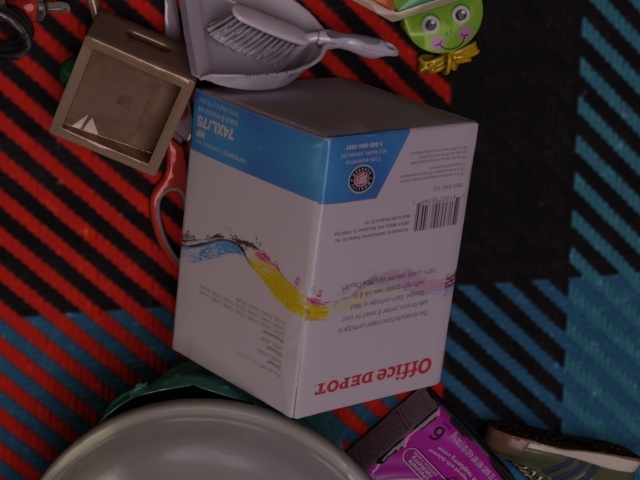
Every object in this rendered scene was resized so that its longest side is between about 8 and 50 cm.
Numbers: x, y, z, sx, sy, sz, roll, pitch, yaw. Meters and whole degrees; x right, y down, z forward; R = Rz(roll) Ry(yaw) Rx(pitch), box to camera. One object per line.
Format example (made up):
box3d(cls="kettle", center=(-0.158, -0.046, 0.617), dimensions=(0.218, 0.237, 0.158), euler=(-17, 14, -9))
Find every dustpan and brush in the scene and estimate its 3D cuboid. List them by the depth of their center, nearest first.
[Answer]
box3d(cls="dustpan and brush", center=(-0.025, -0.194, 1.594), dimensions=(0.211, 0.147, 0.060), euler=(15, 133, -28))

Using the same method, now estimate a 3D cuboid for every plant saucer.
box3d(cls="plant saucer", center=(-0.108, 0.348, 1.532), dimensions=(0.400, 0.100, 0.400), euler=(2, 103, 8))

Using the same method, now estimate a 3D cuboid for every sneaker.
box3d(cls="sneaker", center=(0.263, 0.261, 1.838), dimensions=(0.192, 0.064, 0.086), euler=(13, 100, -19))

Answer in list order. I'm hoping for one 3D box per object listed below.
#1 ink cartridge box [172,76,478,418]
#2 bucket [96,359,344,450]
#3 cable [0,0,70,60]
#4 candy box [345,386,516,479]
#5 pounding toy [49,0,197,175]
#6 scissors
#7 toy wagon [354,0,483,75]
box3d(cls="ink cartridge box", center=(0.000, 0.000, 1.589), dimensions=(0.198, 0.197, 0.270), euler=(-9, 113, -41))
box3d(cls="bucket", center=(-0.106, 0.251, 1.655), dimensions=(0.281, 0.183, 0.281), euler=(2, 102, 9))
box3d(cls="cable", center=(-0.374, -0.242, 1.552), dimensions=(0.287, 0.072, 0.139), euler=(2, 125, 0))
box3d(cls="candy box", center=(0.083, 0.293, 1.807), dimensions=(0.233, 0.071, 0.159), euler=(-42, 111, 5))
box3d(cls="pounding toy", center=(-0.193, -0.162, 1.585), dimensions=(0.141, 0.100, 0.130), euler=(23, 118, -8))
box3d(cls="scissors", center=(-0.147, -0.109, 1.648), dimensions=(0.109, 0.021, 0.297), euler=(-20, 113, -3))
box3d(cls="toy wagon", center=(0.096, -0.320, 1.605), dimensions=(0.267, 0.068, 0.344), euler=(-19, 111, -5))
